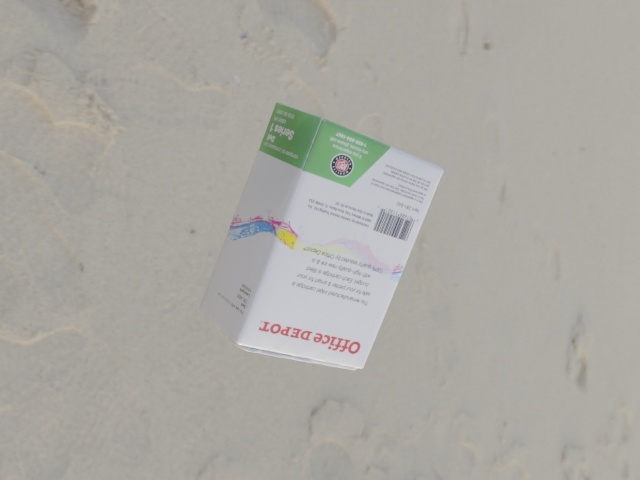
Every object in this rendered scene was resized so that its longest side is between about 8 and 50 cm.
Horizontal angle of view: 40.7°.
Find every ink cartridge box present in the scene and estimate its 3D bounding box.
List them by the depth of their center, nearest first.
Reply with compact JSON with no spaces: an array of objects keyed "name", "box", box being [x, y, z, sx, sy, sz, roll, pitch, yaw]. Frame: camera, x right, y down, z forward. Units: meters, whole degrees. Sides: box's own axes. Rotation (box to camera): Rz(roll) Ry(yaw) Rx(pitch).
[{"name":"ink cartridge box","box":[0.000,0.000,1.059,0.201,0.117,0.278,17,98,-37]}]
